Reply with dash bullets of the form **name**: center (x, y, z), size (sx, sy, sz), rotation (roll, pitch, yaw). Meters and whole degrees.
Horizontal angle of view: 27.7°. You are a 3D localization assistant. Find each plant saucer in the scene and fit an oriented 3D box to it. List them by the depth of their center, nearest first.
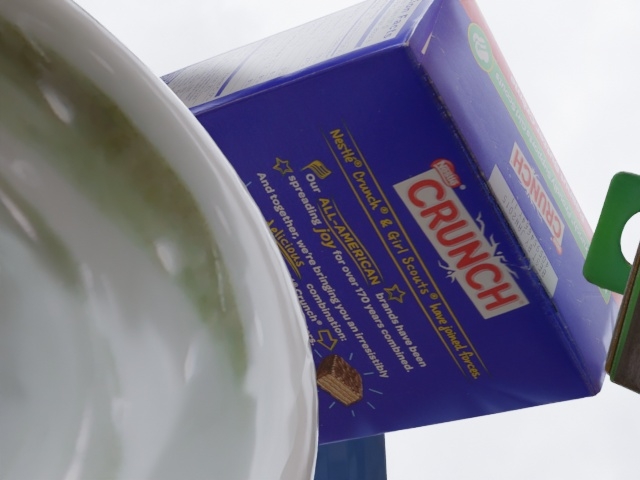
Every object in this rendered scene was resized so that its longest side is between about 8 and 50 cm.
- **plant saucer**: center (-0.194, 0.003, 0.361), size (0.400, 0.400, 0.100), rotation (25, -58, -19)

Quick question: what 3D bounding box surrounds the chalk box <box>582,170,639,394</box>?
- **chalk box**: center (0.242, 0.026, 0.673), size (0.132, 0.213, 0.132), rotation (-7, -64, -50)

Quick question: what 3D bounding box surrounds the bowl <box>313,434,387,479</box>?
- **bowl**: center (0.001, 0.159, 1.240), size (0.077, 0.391, 0.391), rotation (-3, -59, -5)

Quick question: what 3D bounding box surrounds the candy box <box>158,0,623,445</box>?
- **candy box**: center (0.000, 0.000, 0.861), size (0.317, 0.122, 0.268), rotation (-14, -61, 33)
